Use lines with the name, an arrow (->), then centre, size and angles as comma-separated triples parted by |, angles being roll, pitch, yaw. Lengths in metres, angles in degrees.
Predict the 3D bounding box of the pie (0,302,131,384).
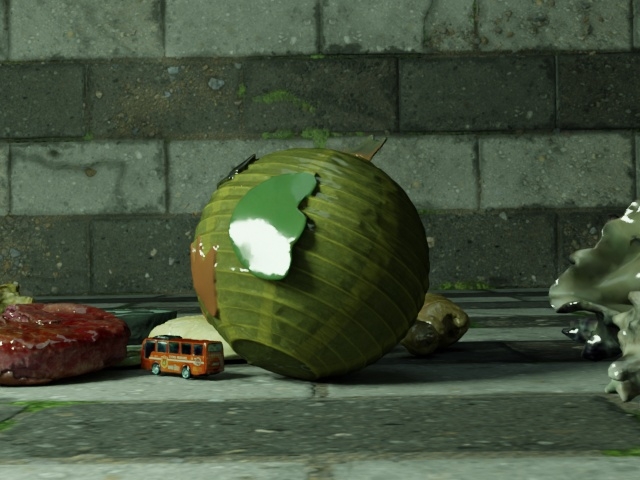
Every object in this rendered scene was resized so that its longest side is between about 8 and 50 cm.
pie -> -0.315, 0.109, 1.068 | 0.204, 0.054, 0.219 | 7, 8, 34

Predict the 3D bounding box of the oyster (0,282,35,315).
oyster -> -0.568, 0.111, 1.431 | 0.361, 0.096, 0.221 | -1, -5, 8

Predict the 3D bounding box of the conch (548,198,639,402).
conch -> 0.283, 0.062, 0.682 | 0.241, 0.186, 0.313 | -7, 21, -21

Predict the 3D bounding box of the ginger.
ginger -> 0.145, 0.112, 1.251 | 0.096, 0.067, 0.165 | -1, 12, 3

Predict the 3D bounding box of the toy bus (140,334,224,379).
toy bus -> -0.148, 0.123, 1.039 | 0.110, 0.043, 0.031 | -1, 0, 42

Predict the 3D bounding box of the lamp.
lamp -> 0.000, 0.000, 1.011 | 0.250, 0.284, 0.250 | 20, -20, 8

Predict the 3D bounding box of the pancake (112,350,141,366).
pancake -> -0.231, 0.139, 1.155 | 0.108, 0.017, 0.108 | -5, -2, 0

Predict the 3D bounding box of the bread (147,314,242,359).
bread -> -0.076, 0.121, 1.285 | 0.316, 0.054, 0.316 | -3, -1, 0

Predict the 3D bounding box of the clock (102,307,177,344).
clock -> -0.330, 0.129, 1.486 | 0.226, 0.049, 0.226 | -2, -2, 0
